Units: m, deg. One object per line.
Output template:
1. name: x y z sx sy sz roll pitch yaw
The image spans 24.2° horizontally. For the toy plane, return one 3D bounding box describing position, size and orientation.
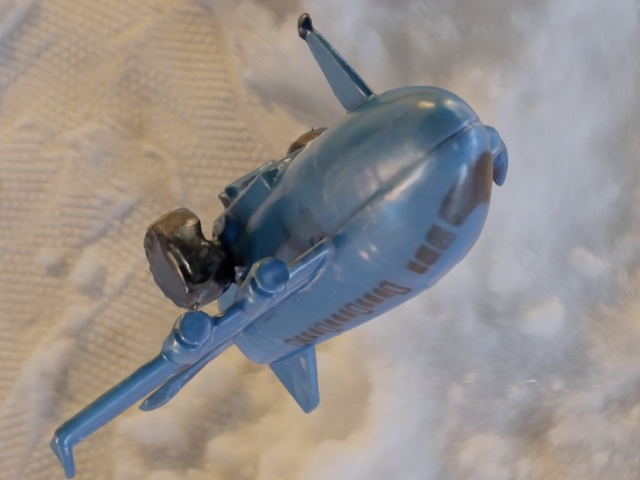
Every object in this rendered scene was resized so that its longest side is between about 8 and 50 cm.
1. toy plane: 0.000 0.000 0.608 0.254 0.271 0.105 -33 76 -27
